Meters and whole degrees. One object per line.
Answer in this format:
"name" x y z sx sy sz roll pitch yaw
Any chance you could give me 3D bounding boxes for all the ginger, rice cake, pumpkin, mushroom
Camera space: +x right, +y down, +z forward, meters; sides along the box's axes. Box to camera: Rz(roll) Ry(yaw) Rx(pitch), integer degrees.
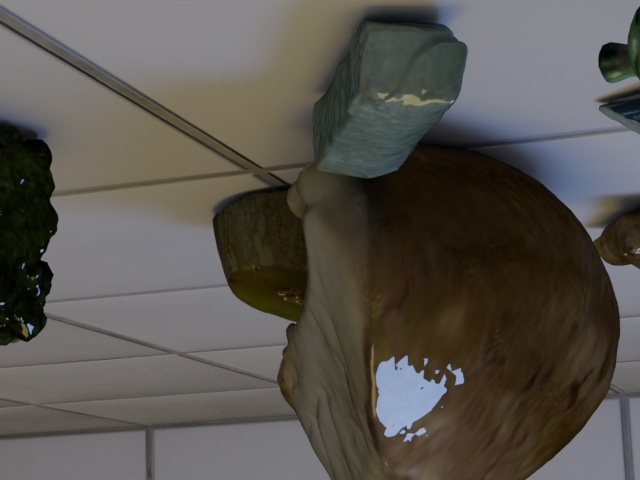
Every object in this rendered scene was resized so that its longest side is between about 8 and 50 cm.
"ginger" 0.320 0.000 1.617 0.096 0.067 0.165 -1 -178 -4
"rice cake" 0.038 -0.091 1.108 0.069 0.063 0.206 3 168 -12
"pumpkin" 0.004 0.018 1.557 0.217 0.110 0.217 4 170 1
"mushroom" 0.117 0.049 1.360 0.313 0.224 0.397 -25 150 -11

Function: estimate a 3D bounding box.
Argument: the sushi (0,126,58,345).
"sushi" -0.364 0.014 1.271 0.352 0.178 0.294 -17 164 41

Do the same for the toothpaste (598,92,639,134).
"toothpaste" 0.278 -0.102 1.176 0.057 0.035 0.197 24 158 -29

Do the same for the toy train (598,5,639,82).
"toy train" 0.299 -0.099 0.934 0.221 0.150 0.304 -4 172 45
